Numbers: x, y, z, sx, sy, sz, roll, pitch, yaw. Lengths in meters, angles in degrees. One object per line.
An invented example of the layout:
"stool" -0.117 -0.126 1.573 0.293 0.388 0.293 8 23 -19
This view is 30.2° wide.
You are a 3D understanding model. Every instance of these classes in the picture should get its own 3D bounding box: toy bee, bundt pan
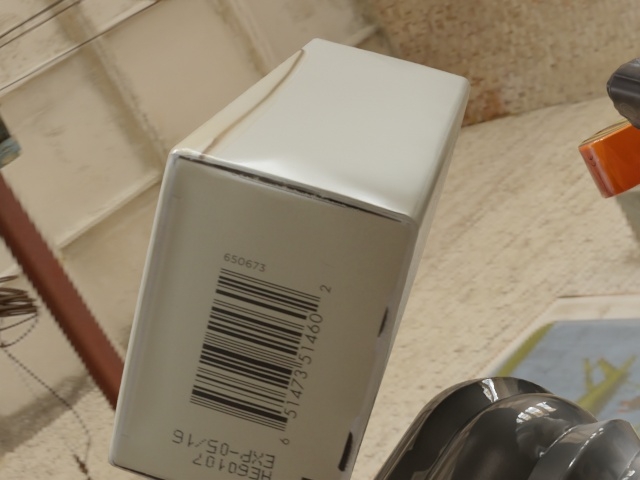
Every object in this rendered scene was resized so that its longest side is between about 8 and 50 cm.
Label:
"toy bee" 0.381 -0.120 1.077 0.298 0.162 0.195 -5 -83 9
"bundt pan" 0.189 0.185 0.729 0.330 0.331 0.124 30 -95 -29

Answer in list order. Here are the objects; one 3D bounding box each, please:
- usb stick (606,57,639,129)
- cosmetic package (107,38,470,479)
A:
"usb stick" 0.301 -0.074 0.797 0.077 0.278 0.045 35 -91 -31
"cosmetic package" 0.000 0.000 0.641 0.113 0.309 0.160 16 -71 5
